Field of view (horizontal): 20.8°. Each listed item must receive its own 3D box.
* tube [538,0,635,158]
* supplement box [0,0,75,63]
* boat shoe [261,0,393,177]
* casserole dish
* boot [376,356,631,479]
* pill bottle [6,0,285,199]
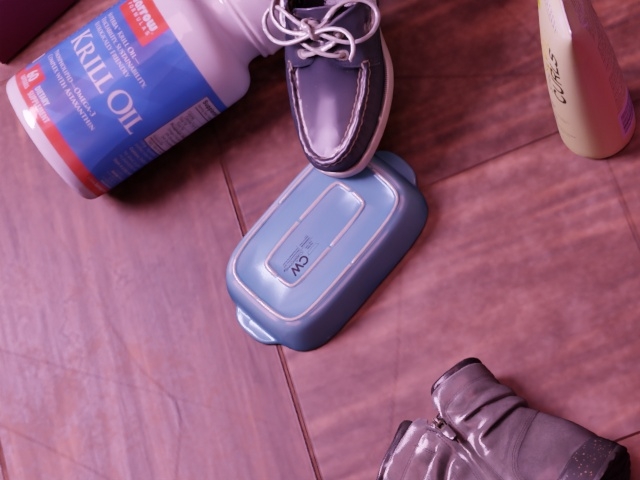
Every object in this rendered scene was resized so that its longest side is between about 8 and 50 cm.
[{"bbox_3d":[0.186,-0.135,1.268,0.070,0.240,0.062,33,81,24],"label":"tube"},{"bbox_3d":[-0.310,-0.264,1.559,0.104,0.081,0.188,-41,64,0],"label":"supplement box"},{"bbox_3d":[0.009,-0.178,1.364,0.095,0.079,0.255,5,88,25],"label":"boat shoe"},{"bbox_3d":[0.000,0.000,1.392,0.114,0.037,0.188,40,87,26],"label":"casserole dish"},{"bbox_3d":[0.102,0.217,1.268,0.161,0.083,0.246,25,75,31],"label":"boot"},{"bbox_3d":[-0.136,-0.143,1.437,0.221,0.124,0.124,-35,65,3],"label":"pill bottle"}]
